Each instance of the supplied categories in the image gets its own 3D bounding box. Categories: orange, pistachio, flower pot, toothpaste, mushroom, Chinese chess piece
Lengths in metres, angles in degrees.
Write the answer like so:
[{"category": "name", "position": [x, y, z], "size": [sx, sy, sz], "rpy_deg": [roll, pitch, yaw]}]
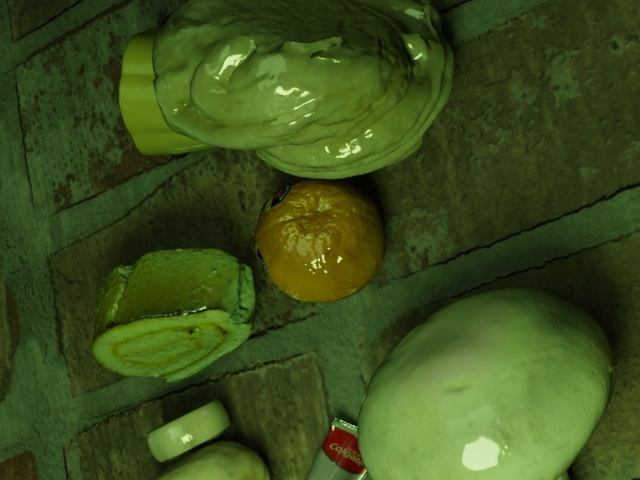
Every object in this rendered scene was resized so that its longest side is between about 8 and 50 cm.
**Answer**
[{"category": "orange", "position": [-0.001, 0.000, 1.496], "size": [0.178, 0.155, 0.177], "rpy_deg": [-7, 46, 7]}, {"category": "pistachio", "position": [-0.153, 0.353, 1.562], "size": [0.200, 0.117, 0.145], "rpy_deg": [-23, 31, 34]}, {"category": "flower pot", "position": [-0.175, -0.218, 1.647], "size": [0.179, 0.195, 0.195], "rpy_deg": [4, 83, 20]}, {"category": "toothpaste", "position": [-0.018, 0.383, 1.508], "size": [0.075, 0.048, 0.301], "rpy_deg": [33, 96, 36]}, {"category": "mushroom", "position": [0.175, 0.215, 1.275], "size": [0.315, 0.315, 0.356], "rpy_deg": [21, 93, 33]}, {"category": "Chinese chess piece", "position": [-0.188, 0.271, 1.589], "size": [0.122, 0.122, 0.051], "rpy_deg": [-30, 85, 24]}]

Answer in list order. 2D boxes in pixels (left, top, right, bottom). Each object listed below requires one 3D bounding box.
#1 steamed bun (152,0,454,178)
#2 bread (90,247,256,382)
[{"category": "steamed bun", "position": [-0.018, -0.208, 1.465], "size": [0.325, 0.372, 0.230], "rpy_deg": [39, 134, 37]}, {"category": "bread", "position": [-0.200, 0.101, 1.598], "size": [0.257, 0.186, 0.124], "rpy_deg": [-23, 53, 22]}]
